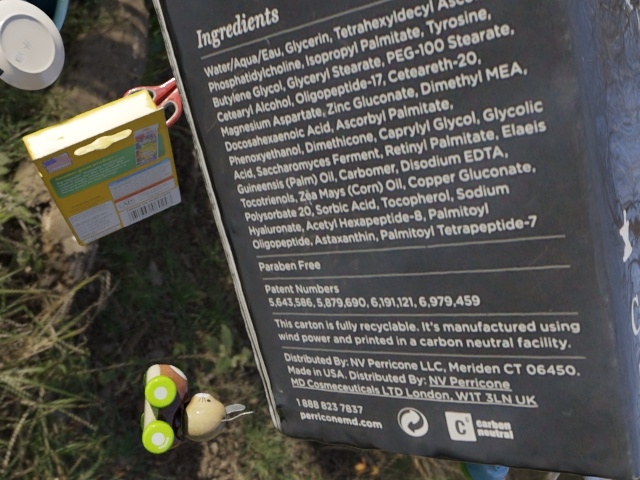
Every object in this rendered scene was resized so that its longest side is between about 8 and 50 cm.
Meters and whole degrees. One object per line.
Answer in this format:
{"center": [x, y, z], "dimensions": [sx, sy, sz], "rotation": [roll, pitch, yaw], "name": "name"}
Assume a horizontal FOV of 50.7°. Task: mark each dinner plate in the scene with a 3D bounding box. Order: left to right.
{"center": [-0.465, -0.309, 1.064], "dimensions": [0.141, 0.017, 0.141], "rotation": [1, 88, -50], "name": "dinner plate"}

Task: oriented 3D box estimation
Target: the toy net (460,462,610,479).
{"center": [0.304, 0.286, 0.940], "dimensions": [0.232, 0.045, 0.122], "rotation": [11, 60, -16], "name": "toy net"}

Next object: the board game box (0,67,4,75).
{"center": [-0.486, -0.175, 0.793], "dimensions": [0.126, 0.026, 0.186], "rotation": [46, 69, -38], "name": "board game box"}

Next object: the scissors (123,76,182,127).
{"center": [-0.263, -0.319, 1.358], "dimensions": [0.109, 0.297, 0.021], "rotation": [49, -16, 8], "name": "scissors"}

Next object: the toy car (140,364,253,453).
{"center": [-0.218, 0.296, 1.196], "dimensions": [0.155, 0.189, 0.148], "rotation": [170, -77, -74], "name": "toy car"}

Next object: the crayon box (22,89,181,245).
{"center": [-0.350, -0.123, 1.118], "dimensions": [0.083, 0.203, 0.323], "rotation": [59, -17, 16], "name": "crayon box"}

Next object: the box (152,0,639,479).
{"center": [0.143, -0.141, 0.599], "dimensions": [0.480, 0.298, 0.471], "rotation": [-32, 110, -51], "name": "box"}

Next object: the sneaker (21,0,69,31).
{"center": [-0.528, -0.542, 1.278], "dimensions": [0.150, 0.135, 0.366], "rotation": [62, -24, 24], "name": "sneaker"}
